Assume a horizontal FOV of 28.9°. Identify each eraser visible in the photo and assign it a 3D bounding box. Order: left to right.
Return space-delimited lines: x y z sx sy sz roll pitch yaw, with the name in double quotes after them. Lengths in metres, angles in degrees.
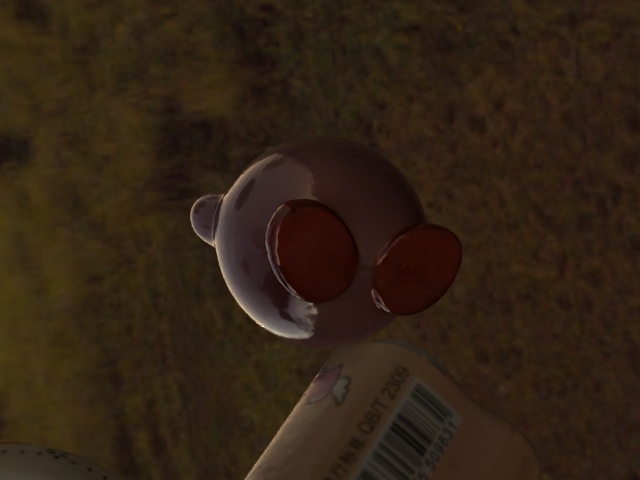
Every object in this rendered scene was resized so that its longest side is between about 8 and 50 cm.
0.017 0.203 0.742 0.171 0.290 0.087 39 139 -3 "eraser"

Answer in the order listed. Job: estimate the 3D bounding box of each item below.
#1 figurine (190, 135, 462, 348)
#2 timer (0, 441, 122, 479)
0.000 0.000 0.969 0.173 0.173 0.173 172 90 -73 "figurine"
-0.211 0.259 0.821 0.240 0.233 0.233 -105 10 -80 "timer"
